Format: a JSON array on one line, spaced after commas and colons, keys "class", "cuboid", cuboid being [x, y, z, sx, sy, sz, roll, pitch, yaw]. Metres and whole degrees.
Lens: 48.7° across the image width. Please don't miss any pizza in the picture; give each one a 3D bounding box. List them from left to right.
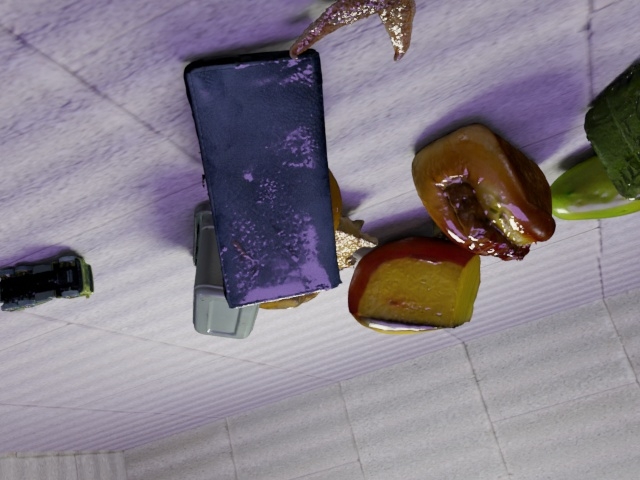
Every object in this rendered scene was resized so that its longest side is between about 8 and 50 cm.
[{"class": "pizza", "cuboid": [-0.055, 0.112, 1.748, 0.189, 0.071, 0.297, -6, -169, 28]}, {"class": "pizza", "cuboid": [0.000, 0.000, 1.570, 0.223, 0.089, 0.323, 1, 157, -21]}]

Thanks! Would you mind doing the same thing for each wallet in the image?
[{"class": "wallet", "cuboid": [-0.075, -0.083, 1.034, 0.191, 0.046, 0.379, -10, 116, -9]}]

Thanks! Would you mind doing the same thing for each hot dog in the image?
[{"class": "hot dog", "cuboid": [0.354, -0.073, 1.435, 0.185, 0.223, 0.405, -29, 156, 27]}]

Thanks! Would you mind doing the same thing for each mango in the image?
[{"class": "mango", "cuboid": [0.654, -0.124, 1.607, 0.273, 0.149, 0.185, -18, 167, 25]}]

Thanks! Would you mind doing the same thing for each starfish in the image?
[{"class": "starfish", "cuboid": [0.062, -0.304, 0.893, 0.231, 0.048, 0.295, -23, 162, -7]}]

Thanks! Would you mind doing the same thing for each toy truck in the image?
[{"class": "toy truck", "cuboid": [-0.556, 0.094, 1.445, 0.191, 0.085, 0.116, -13, 169, 3]}]

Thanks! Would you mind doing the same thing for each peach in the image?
[{"class": "peach", "cuboid": [0.234, 0.108, 1.800, 0.306, 0.242, 0.380, 6, -175, 28]}]

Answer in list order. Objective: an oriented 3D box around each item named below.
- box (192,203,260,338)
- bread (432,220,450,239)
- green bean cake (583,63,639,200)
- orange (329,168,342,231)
[{"class": "box", "cuboid": [-0.187, 0.078, 1.454, 0.175, 0.182, 0.312, 9, 155, -7]}, {"class": "bread", "cuboid": [0.344, -0.047, 1.712, 0.117, 0.064, 0.156, 1, 153, -33]}, {"class": "green bean cake", "cuboid": [0.607, -0.200, 1.293, 0.113, 0.214, 0.200, -12, 160, -24]}, {"class": "orange", "cuboid": [-0.073, -0.057, 1.197, 0.236, 0.236, 0.236, -13, 159, -5]}]
